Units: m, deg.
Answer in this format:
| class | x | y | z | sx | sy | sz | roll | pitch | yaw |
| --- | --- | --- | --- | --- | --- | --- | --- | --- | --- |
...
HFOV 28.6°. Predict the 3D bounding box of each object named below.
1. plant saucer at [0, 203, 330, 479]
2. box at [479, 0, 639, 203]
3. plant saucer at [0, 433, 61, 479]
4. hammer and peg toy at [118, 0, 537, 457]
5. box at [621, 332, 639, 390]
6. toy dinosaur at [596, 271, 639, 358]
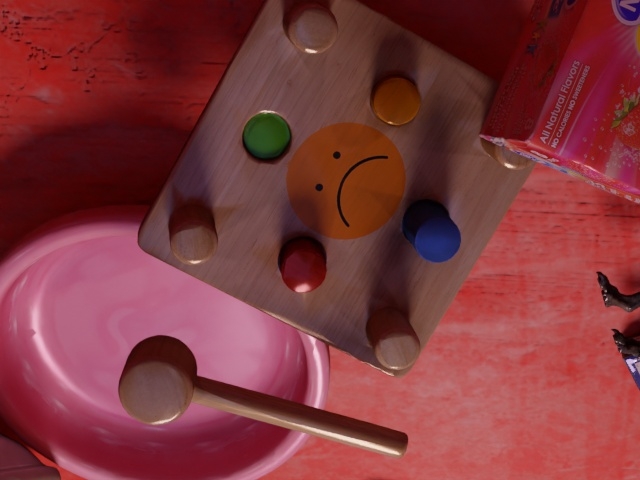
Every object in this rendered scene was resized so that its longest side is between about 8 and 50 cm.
| class | x | y | z | sx | sy | sz | roll | pitch | yaw |
| --- | --- | --- | --- | --- | --- | --- | --- | --- | --- |
| plant saucer | -0.154 | 0.097 | 1.179 | 0.332 | 0.084 | 0.332 | 3 | 126 | 4 |
| box | 0.228 | -0.163 | 0.877 | 0.128 | 0.122 | 0.257 | 22 | 93 | -10 |
| plant saucer | -0.453 | 0.225 | 1.189 | 0.400 | 0.400 | 0.101 | -14 | 80 | 14 |
| hammer and peg toy | 0.000 | 0.000 | 1.009 | 0.265 | 0.127 | 0.361 | 27 | 100 | -13 |
| box | 0.392 | 0.161 | 1.202 | 0.136 | 0.036 | 0.225 | -22 | 118 | 19 |
| toy dinosaur | 0.309 | 0.054 | 1.096 | 0.118 | 0.064 | 0.268 | -16 | 114 | 10 |
